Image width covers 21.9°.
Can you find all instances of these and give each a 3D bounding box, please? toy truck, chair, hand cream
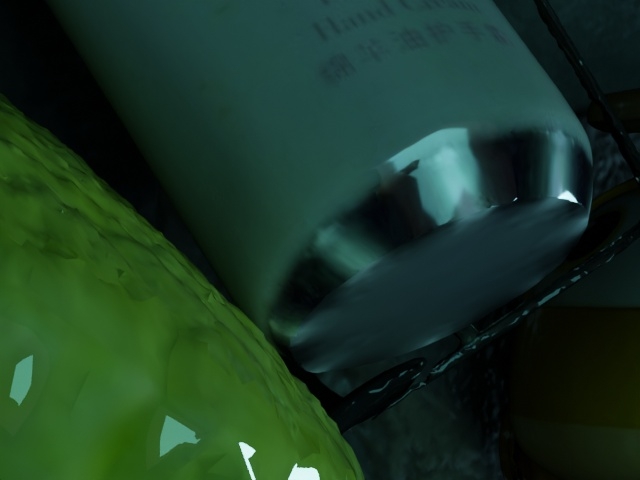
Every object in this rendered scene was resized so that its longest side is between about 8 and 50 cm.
[{"bbox_3d":[0.224,0.033,0.761,0.288,0.204,0.212,-2,89,-31],"label":"toy truck"},{"bbox_3d":[0.000,0.000,0.676,0.221,0.140,0.145,-43,108,-18],"label":"chair"},{"bbox_3d":[-0.038,-0.119,0.586,0.185,0.118,0.359,-17,58,-25],"label":"hand cream"}]

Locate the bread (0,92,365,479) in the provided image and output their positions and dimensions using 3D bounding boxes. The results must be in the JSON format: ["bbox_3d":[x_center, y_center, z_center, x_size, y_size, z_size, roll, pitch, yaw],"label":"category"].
[{"bbox_3d":[-0.198,0.070,0.468,0.348,0.348,0.308,41,83,-23],"label":"bread"}]
